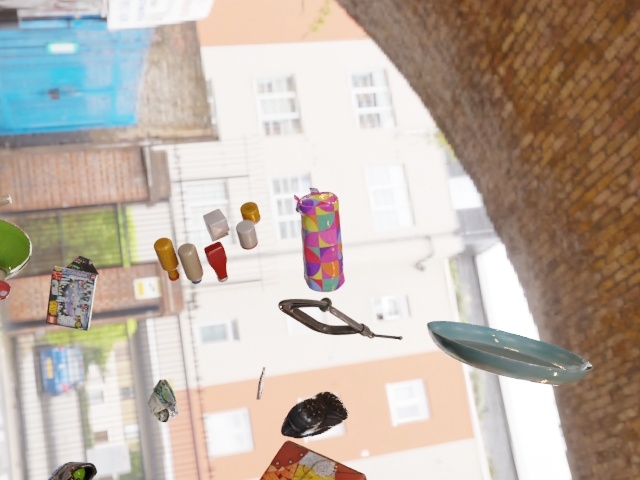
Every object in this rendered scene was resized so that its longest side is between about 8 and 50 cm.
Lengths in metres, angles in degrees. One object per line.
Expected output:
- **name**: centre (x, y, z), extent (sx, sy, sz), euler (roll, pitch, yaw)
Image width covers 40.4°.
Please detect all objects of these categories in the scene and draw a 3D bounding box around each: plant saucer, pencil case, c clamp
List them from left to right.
- **pencil case**: centre (0.000, 0.000, 1.970), extent (0.104, 0.104, 0.236), euler (-128, -152, -61)
- **c clamp**: centre (0.021, 0.113, 1.272), extent (0.137, 0.160, 0.022), euler (-7, -118, 41)
- **plant saucer**: centre (0.352, 0.215, 1.654), extent (0.317, 0.317, 0.044), euler (-153, -105, -71)

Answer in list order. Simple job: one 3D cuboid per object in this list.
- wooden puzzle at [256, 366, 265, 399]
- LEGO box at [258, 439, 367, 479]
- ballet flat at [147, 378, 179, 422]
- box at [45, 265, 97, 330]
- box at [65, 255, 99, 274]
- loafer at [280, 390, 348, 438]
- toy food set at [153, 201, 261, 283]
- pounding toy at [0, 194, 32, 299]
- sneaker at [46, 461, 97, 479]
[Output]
- **wooden puzzle**: centre (-0.121, 0.290, 1.765), extent (0.049, 0.006, 0.083), euler (-73, 172, -64)
- **LEGO box**: centre (-0.039, 0.705, 1.747), extent (0.193, 0.372, 0.500), euler (17, -37, 28)
- **ballet flat**: centre (-0.359, 0.372, 1.976), extent (0.188, 0.070, 0.070), euler (92, -15, -60)
- **box**: centre (-0.544, 0.128, 1.900), extent (0.027, 0.094, 0.137), euler (-91, -165, -63)
- **box**: centre (-0.685, 0.095, 2.471), extent (0.052, 0.083, 0.062), euler (16, -40, 37)
- **loafer**: centre (-0.012, 0.352, 1.742), extent (0.076, 0.078, 0.223), euler (53, 17, 19)
- **toy food set**: centre (-0.217, 0.018, 1.815), extent (0.111, 0.232, 0.104), euler (49, -21, 41)
- **pounding toy**: centre (-0.618, 0.034, 1.551), extent (0.237, 0.183, 0.110), euler (97, -14, -54)
- **sneaker**: centre (-0.452, 0.445, 1.513), extent (0.067, 0.078, 0.188), euler (65, 25, -16)
